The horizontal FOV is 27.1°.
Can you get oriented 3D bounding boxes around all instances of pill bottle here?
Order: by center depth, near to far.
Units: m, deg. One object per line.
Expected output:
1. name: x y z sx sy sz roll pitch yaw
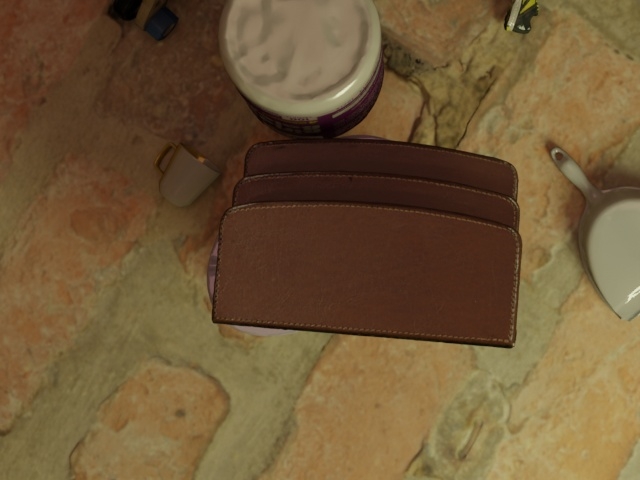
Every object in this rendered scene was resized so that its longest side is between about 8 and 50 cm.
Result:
1. pill bottle: -0.014 -0.200 1.479 0.169 0.301 0.169 0 86 4

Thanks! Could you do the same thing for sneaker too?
1. sneaker: 0.250 -0.288 1.607 0.035 0.031 0.083 20 93 -8

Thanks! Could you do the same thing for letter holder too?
1. letter holder: 0.054 -0.007 1.381 0.302 0.152 0.214 5 87 5

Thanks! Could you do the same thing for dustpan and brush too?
1. dustpan and brush: 0.346 -0.029 1.576 0.147 0.060 0.211 -42 91 13

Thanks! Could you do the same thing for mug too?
1. mug: -0.165 -0.078 1.612 0.062 0.078 0.064 32 99 -27

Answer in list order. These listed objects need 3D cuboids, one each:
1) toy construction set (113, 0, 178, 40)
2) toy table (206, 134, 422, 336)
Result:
1. toy construction set: -0.177 -0.405 1.533 0.257 0.237 0.309 -24 85 2
2. toy table: 0.000 0.000 1.538 0.274 0.161 0.252 -29 86 2
